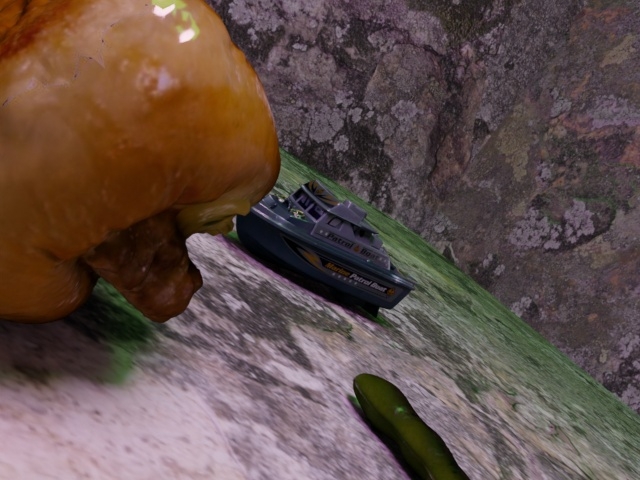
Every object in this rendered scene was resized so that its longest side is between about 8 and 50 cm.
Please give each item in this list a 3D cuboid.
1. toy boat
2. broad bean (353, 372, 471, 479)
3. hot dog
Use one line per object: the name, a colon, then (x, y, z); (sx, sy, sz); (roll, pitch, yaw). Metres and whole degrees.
toy boat: (0.003, -0.002, 1.106); (0.296, 0.122, 0.114); (28, 10, -40)
broad bean: (0.081, 0.174, 0.682); (0.069, 0.039, 0.227); (26, 11, -23)
hot dog: (-0.166, -0.081, 0.547); (0.405, 0.185, 0.223); (42, -8, 49)
